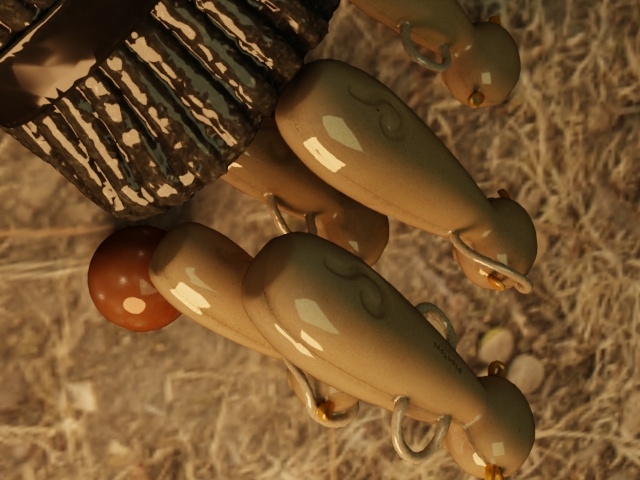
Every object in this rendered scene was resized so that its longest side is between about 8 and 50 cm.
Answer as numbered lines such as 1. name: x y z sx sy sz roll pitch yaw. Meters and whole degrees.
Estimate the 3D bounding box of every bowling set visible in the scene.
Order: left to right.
1. bowling set: 0.000 0.000 0.790 0.154 0.287 0.200 37 136 -26

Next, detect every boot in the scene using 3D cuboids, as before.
1. boot: -0.078 -0.177 0.649 0.260 0.131 0.348 31 128 -24
